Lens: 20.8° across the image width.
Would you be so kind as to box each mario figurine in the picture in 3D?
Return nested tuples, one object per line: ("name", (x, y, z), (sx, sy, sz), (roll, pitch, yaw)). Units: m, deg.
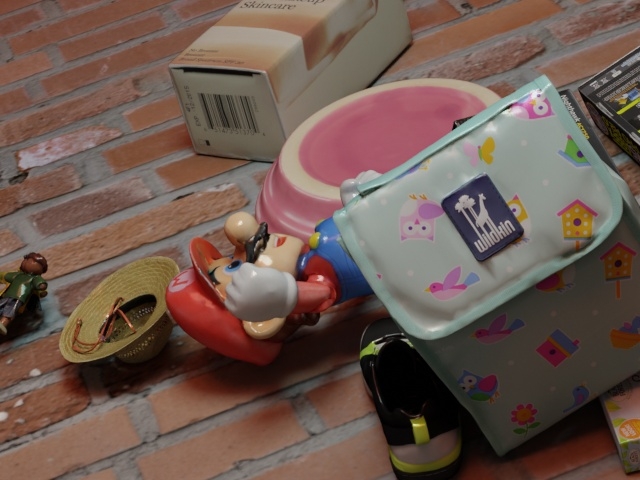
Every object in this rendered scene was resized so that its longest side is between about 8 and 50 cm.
("mario figurine", (0.000, 0.000, 1.636), (0.320, 0.198, 0.170), (-19, 68, 9))

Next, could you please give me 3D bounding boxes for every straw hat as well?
("straw hat", (-0.185, 0.087, 1.740), (0.144, 0.061, 0.144), (-25, 32, 17))

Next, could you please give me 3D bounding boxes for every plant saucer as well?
("plant saucer", (0.086, -0.078, 1.863), (0.332, 0.084, 0.332), (-12, 31, 7))

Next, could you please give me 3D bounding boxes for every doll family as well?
("doll family", (-0.353, 0.045, 1.864), (0.193, 0.076, 0.111), (16, 62, 33))

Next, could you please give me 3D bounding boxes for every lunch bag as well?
("lunch bag", (0.162, 0.014, 1.460), (0.223, 0.262, 0.160), (-32, 29, 9))

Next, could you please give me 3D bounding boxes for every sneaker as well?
("sneaker", (0.081, 0.117, 1.543), (0.084, 0.097, 0.235), (-16, 31, -2))

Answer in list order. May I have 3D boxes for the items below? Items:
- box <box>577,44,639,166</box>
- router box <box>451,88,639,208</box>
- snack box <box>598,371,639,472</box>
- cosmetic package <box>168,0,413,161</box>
("box", (0.432, -0.171, 1.821), (0.270, 0.060, 0.216), (-34, 33, 0))
("router box", (0.223, -0.056, 1.719), (0.133, 0.046, 0.179), (-17, 60, -16))
("snack box", (0.289, 0.131, 1.488), (0.100, 0.037, 0.141), (-15, 31, 3))
("cosmetic package", (-0.031, -0.227, 2.104), (0.153, 0.129, 0.296), (6, 37, 33))
